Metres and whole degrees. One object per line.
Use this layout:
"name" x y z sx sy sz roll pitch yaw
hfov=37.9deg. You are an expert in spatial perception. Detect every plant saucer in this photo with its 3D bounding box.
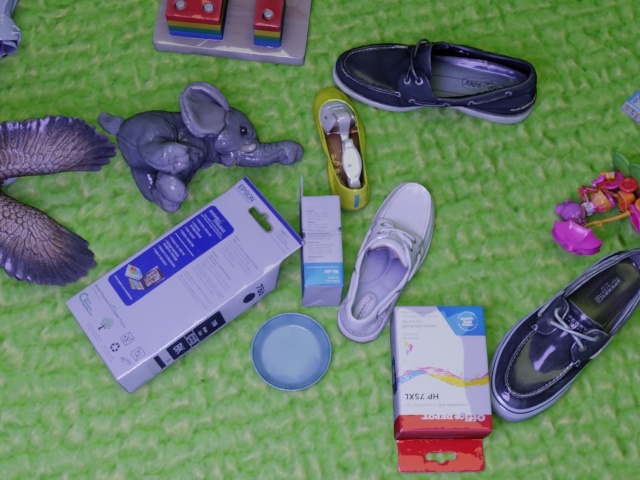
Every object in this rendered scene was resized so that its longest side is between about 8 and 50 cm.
"plant saucer" -0.044 0.168 1.392 0.119 0.021 0.119 1 68 -1

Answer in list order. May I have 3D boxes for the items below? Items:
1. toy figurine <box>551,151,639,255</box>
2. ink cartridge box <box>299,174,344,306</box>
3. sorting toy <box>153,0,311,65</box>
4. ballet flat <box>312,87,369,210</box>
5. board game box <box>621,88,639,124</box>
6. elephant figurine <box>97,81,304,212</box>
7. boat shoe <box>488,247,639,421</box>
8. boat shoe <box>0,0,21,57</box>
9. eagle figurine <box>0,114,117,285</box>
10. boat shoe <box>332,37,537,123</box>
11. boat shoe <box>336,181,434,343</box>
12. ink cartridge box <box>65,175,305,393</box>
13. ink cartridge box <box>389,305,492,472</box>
"toy figurine" 0.433 -0.046 1.458 0.159 0.130 0.173 -23 49 -1
"ink cartridge box" 0.000 0.000 1.415 0.060 0.104 0.180 -1 69 -3
"sorting toy" -0.142 -0.443 1.590 0.257 0.089 0.255 6 69 0
"ballet flat" 0.038 -0.159 1.493 0.077 0.077 0.230 -9 69 -5
"board game box" 0.599 -0.239 1.573 0.154 0.026 0.103 -39 75 -16
"elephant figurine" -0.182 -0.161 1.464 0.239 0.186 0.169 -36 31 -25
"boat shoe" 0.366 0.122 1.374 0.121 0.119 0.335 40 72 12
"boat shoe" -0.539 -0.331 1.545 0.081 0.079 0.227 22 74 -4
"eagle figurine" -0.477 -0.083 1.389 0.298 0.226 0.225 15 49 9
"boat shoe" 0.190 -0.275 1.524 0.340 0.113 0.127 15 69 4
"boat shoe" 0.109 0.022 1.415 0.098 0.096 0.277 21 69 6
"ink cartridge box" -0.193 0.061 1.380 0.333 0.065 0.165 -36 60 -9
"ink cartridge box" 0.173 0.215 1.352 0.134 0.078 0.230 -1 69 -2
